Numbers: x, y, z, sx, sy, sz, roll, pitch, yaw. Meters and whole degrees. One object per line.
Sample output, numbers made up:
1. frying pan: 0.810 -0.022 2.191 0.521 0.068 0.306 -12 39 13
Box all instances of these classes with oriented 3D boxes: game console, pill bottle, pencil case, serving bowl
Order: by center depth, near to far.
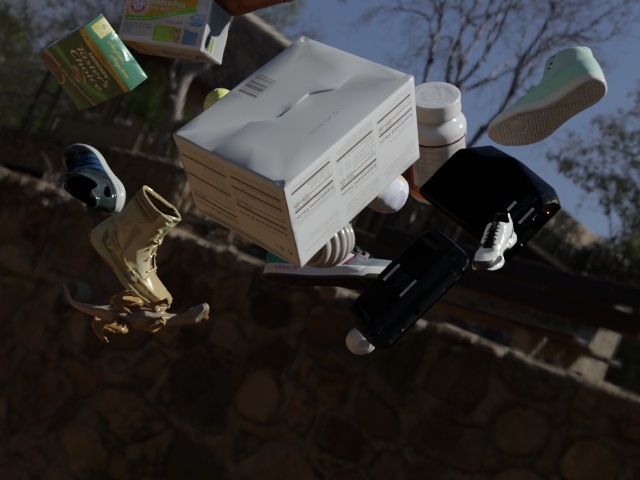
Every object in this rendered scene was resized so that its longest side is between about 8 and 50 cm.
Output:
1. game console: 0.183 0.009 1.390 0.044 0.361 0.213 45 0 -41
2. pill bottle: 0.224 -0.188 1.749 0.121 0.121 0.221 19 -43 30
3. pencil case: 0.125 -0.165 2.306 0.114 0.124 0.273 7 -13 34
4. serving bowl: 0.108 0.262 2.320 0.083 0.083 0.027 25 20 -22

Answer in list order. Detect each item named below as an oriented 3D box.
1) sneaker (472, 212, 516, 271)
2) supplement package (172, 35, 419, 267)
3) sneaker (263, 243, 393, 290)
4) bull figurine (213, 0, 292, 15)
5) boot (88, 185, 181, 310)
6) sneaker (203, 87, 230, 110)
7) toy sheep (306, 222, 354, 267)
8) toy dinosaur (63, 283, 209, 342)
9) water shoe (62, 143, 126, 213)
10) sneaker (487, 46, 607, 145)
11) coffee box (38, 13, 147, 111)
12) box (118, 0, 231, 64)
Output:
1. sneaker: 0.214 0.002 1.127 0.040 0.043 0.109 2 30 27
2. supplement package: -0.026 -0.128 1.223 0.204 0.262 0.145 28 -34 32
3. sneaker: 0.042 0.002 1.776 0.296 0.178 0.124 4 -16 9
4. bull figurine: -0.114 -0.553 1.872 0.310 0.101 0.188 -13 -33 31
5. boot: -0.401 0.021 2.155 0.262 0.203 0.095 51 14 -1
6. sneaker: -0.120 -0.202 1.755 0.240 0.091 0.126 32 0 -38
7. toy sheep: 0.000 0.000 1.315 0.091 0.091 0.132 18 27 34
8. toy dinosaur: -0.244 0.092 1.096 0.212 0.064 0.112 8 -6 10
9. water shoe: -0.425 -0.118 1.615 0.080 0.073 0.203 1 29 -47
10. sneaker: 0.456 -0.296 1.842 0.256 0.151 0.094 -27 -54 28
11. coffee box: -0.341 -0.259 1.335 0.184 0.040 0.113 -3 -54 52
12. box: -0.310 -0.453 1.912 0.203 0.114 0.103 11 -3 18
